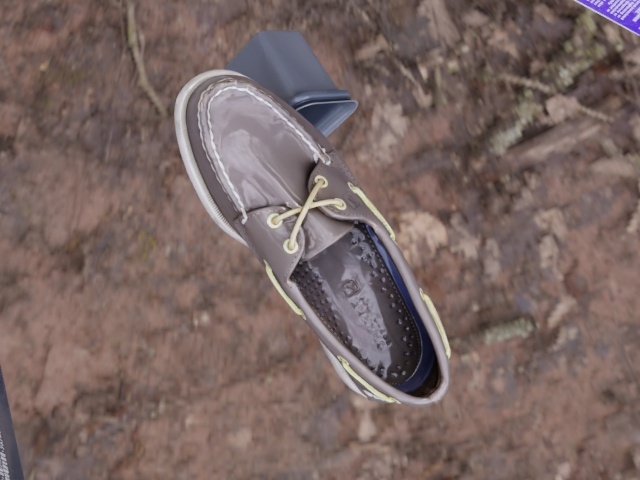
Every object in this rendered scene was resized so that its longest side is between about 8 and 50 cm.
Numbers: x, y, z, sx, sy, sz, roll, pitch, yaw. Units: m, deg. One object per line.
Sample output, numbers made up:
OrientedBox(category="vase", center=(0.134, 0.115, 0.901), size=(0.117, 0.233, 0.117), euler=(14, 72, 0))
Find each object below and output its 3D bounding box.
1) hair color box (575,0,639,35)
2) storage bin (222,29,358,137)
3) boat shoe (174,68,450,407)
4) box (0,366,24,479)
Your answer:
OrientedBox(category="hair color box", center=(0.333, -0.302, 1.464), size=(0.339, 0.185, 0.110), euler=(25, 134, -20))
OrientedBox(category="storage bin", center=(-0.052, -0.120, 1.288), size=(0.135, 0.098, 0.091), euler=(-42, 69, 38))
OrientedBox(category="boat shoe", center=(0.000, 0.000, 1.170), size=(0.117, 0.097, 0.324), euler=(-35, 103, -12))
OrientedBox(category="box", center=(-0.204, 0.211, 0.439), size=(0.097, 0.395, 0.318), euler=(36, 100, -29))
